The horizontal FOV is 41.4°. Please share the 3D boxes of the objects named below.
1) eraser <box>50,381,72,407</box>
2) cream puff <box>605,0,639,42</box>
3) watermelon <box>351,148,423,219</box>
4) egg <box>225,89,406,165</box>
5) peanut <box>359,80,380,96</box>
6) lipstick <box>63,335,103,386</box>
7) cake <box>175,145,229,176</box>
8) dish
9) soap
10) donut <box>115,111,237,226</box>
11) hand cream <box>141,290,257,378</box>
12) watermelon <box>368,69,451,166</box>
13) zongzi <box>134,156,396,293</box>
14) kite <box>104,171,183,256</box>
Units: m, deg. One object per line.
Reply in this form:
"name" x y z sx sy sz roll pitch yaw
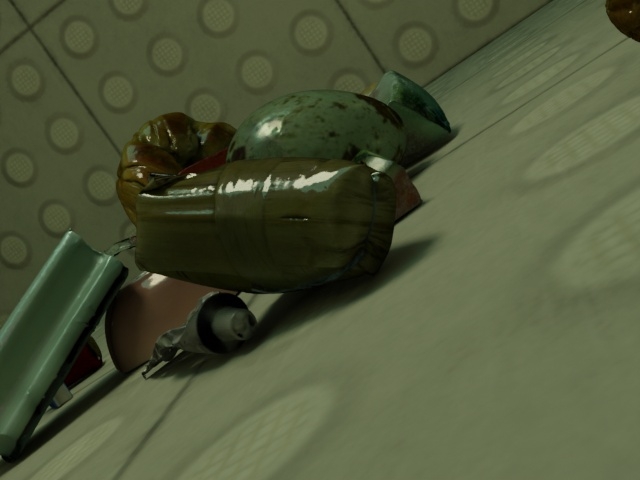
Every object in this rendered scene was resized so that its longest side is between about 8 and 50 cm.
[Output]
"eraser" -0.377 0.187 1.157 0.027 0.085 0.063 -36 8 -27
"cream puff" 0.286 -0.209 0.653 0.144 0.103 0.126 -37 -6 -22
"watermelon" 0.056 -0.036 0.816 0.084 0.072 0.092 -114 41 -72
"egg" -0.002 -0.098 1.008 0.231 0.169 0.169 -25 4 -16
"peanut" 0.069 -0.186 1.480 0.256 0.124 0.123 -36 7 5
"lipstick" -0.442 0.221 1.265 0.241 0.080 0.080 -35 7 -6
"cake" -0.164 -0.074 1.540 0.283 0.177 0.151 -36 4 -22
"dish" -0.201 0.073 1.081 0.213 0.090 0.213 -35 7 5
"soap" -0.334 0.120 0.994 0.261 0.094 0.150 -63 16 -21
"donut" -0.286 -0.126 1.912 0.360 0.360 0.170 -41 -6 -41
"hand cream" -0.116 0.087 0.782 0.084 0.050 0.257 -41 6 -23
"watermelon" 0.050 -0.129 1.171 0.241 0.094 0.154 -45 29 20
"zongzi" 0.000 0.000 0.738 0.228 0.115 0.256 -2 -12 35
"kite" -0.200 -0.037 1.355 0.314 0.012 0.335 -21 40 -25
